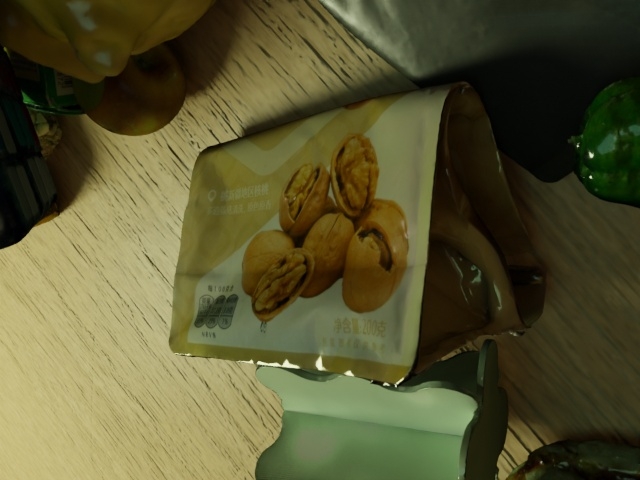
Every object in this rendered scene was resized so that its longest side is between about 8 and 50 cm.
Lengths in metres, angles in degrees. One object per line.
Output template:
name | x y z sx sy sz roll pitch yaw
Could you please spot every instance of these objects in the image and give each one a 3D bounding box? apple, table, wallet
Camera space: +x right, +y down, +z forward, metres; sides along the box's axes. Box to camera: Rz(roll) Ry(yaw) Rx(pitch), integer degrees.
apple | -0.189 -0.164 0.662 0.102 0.099 0.114 -11 88 45
table | 0.050 0.161 0.579 0.199 0.166 0.166 2 112 26
wallet | 0.120 -0.160 0.440 0.245 0.052 0.168 38 135 -4

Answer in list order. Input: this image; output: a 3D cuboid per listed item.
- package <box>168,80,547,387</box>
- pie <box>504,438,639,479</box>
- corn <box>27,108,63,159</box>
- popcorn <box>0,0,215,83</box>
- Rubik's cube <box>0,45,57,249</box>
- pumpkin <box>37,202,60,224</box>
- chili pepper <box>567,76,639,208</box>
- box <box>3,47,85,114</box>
package | 0.023 0.012 0.578 0.311 0.165 0.221 -6 73 46
pie | 0.267 0.298 0.559 0.257 0.106 0.274 4 112 51
corn | -0.409 -0.186 0.825 0.210 0.087 0.087 51 131 10
popcorn | -0.149 -0.275 0.490 0.297 0.281 0.315 27 106 55
Rubik's cube | -0.409 -0.108 0.523 0.292 0.293 0.286 -156 48 -70
pumpkin | -0.512 -0.024 0.882 0.317 0.222 0.139 -14 101 39
chili pepper | 0.274 -0.044 0.369 0.254 0.083 0.099 15 128 13
box | -0.307 -0.271 0.697 0.180 0.103 0.249 18 119 29
